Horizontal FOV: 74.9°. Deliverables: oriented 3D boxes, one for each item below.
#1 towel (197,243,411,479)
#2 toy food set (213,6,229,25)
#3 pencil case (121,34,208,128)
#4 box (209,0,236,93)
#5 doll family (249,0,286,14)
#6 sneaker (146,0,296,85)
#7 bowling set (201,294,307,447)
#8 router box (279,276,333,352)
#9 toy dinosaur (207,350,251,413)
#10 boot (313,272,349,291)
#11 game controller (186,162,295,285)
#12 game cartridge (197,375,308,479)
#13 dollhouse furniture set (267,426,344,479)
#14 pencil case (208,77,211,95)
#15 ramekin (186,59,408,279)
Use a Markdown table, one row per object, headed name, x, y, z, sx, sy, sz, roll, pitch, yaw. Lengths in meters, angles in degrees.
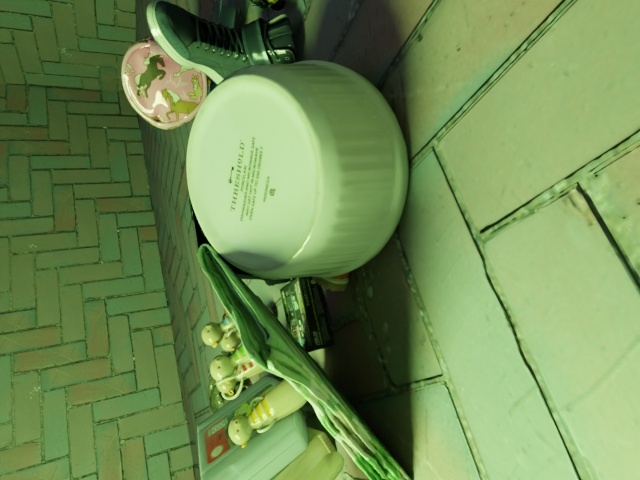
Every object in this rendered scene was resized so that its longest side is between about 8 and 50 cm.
| name | x | y | z | sx | sy | sz | roll | pitch | yaw |
| --- | --- | --- | --- | --- | --- | --- | --- | --- | --- |
| towel | -0.025 | 0.163 | 0.521 | 0.325 | 0.038 | 0.248 | 55 | 170 | -32 |
| toy food set | -0.235 | -0.495 | 1.002 | 0.122 | 0.019 | 0.078 | 3 | 99 | 55 |
| pencil case | -0.315 | -0.367 | 0.902 | 0.167 | 0.160 | 0.386 | 53 | -172 | -32 |
| box | -0.208 | -0.387 | 0.879 | 0.136 | 0.036 | 0.226 | -161 | 77 | -73 |
| doll family | -0.098 | -0.429 | 0.679 | 0.076 | 0.111 | 0.193 | -38 | 47 | 17 |
| sneaker | -0.131 | -0.310 | 0.634 | 0.163 | 0.226 | 0.086 | -9 | 86 | 22 |
| bowling set | -0.153 | 0.180 | 0.742 | 0.200 | 0.154 | 0.287 | 61 | 172 | -29 |
| router box | -0.026 | 0.126 | 0.705 | 0.092 | 0.038 | 0.123 | -39 | 62 | 59 |
| toy dinosaur | -0.267 | 0.419 | 1.146 | 0.313 | 0.120 | 0.161 | 36 | 113 | 50 |
| boot | 0.000 | 0.000 | 0.620 | 0.158 | 0.059 | 0.085 | 39 | 121 | 49 |
| game controller | -0.141 | -0.048 | 0.722 | 0.067 | 0.166 | 0.319 | -54 | 39 | 25 |
| game cartridge | -0.129 | 0.349 | 0.775 | 0.060 | 0.195 | 0.294 | 63 | 162 | -7 |
| dollhouse furniture set | 0.019 | 0.512 | 0.694 | 0.356 | 0.173 | 0.303 | 58 | 148 | -6 |
| pencil case | -0.405 | -0.421 | 1.231 | 0.306 | 0.119 | 0.133 | 9 | 82 | 62 |
| ramekin | -0.043 | -0.077 | 0.497 | 0.272 | 0.127 | 0.273 | 9 | 106 | 36 |
